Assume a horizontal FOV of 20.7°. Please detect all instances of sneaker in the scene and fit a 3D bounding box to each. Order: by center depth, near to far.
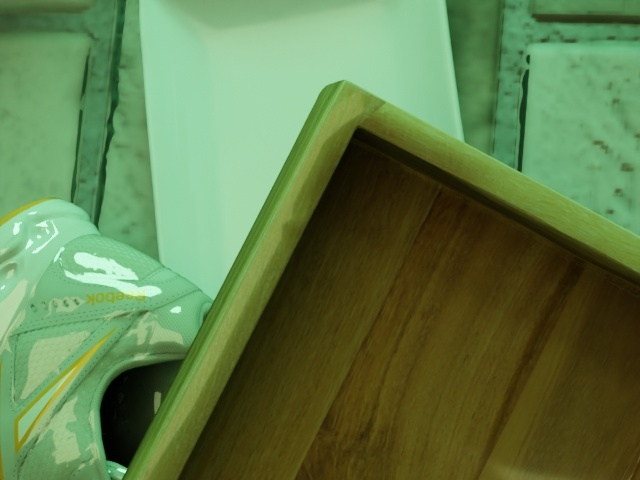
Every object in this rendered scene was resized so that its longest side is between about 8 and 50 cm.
[{"bbox_3d":[-0.126,0.120,0.748,0.121,0.099,0.262,23,94,21],"label":"sneaker"}]

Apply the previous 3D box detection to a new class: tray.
[{"bbox_3d":[-0.001,0.167,0.692,0.203,0.076,0.411,27,88,-7],"label":"tray"},{"bbox_3d":[0.000,0.000,0.790,0.145,0.030,0.270,-9,78,12],"label":"tray"}]
